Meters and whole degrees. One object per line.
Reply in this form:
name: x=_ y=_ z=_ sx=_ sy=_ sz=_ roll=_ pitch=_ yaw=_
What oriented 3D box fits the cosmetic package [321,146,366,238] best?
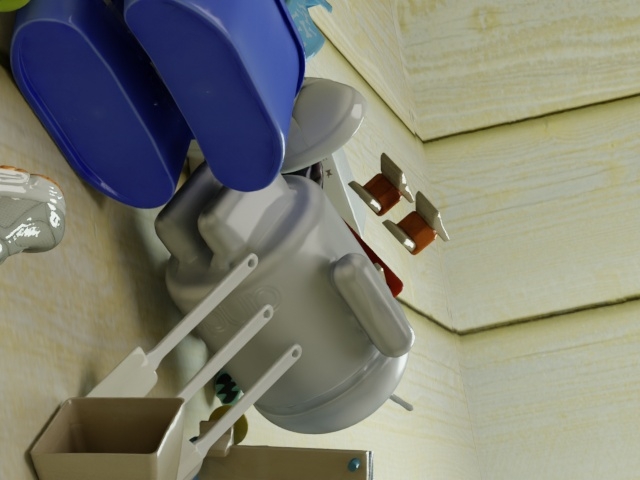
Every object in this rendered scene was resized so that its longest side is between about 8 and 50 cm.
cosmetic package: x=-0.020 y=-0.099 z=2.181 sx=0.085 sy=0.117 sz=0.231 roll=-80 pitch=152 yaw=-58

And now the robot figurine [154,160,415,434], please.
robot figurine: x=-0.033 y=0.071 z=1.623 sx=0.200 sy=0.300 sz=0.353 roll=-51 pitch=122 yaw=-28

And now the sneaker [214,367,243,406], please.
sneaker: x=-0.097 y=0.168 z=1.762 sx=0.069 sy=0.038 sz=0.098 roll=61 pitch=21 yaw=-48

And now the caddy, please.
caddy: x=-0.152 y=-0.189 z=1.436 sx=0.341 sy=0.241 sz=0.179 roll=63 pitch=23 yaw=-48

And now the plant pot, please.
plant pot: x=-0.175 y=0.201 z=1.273 sx=0.109 sy=0.109 sz=0.096 roll=-66 pitch=153 yaw=-69

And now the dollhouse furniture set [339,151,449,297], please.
dollhouse furniture set: x=0.000 y=0.000 z=1.921 sx=0.259 sy=0.262 sz=0.135 roll=48 pitch=-3 yaw=27

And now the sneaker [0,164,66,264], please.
sneaker: x=-0.274 y=0.004 z=1.088 sx=0.262 sy=0.099 sz=0.121 roll=16 pitch=70 yaw=-67

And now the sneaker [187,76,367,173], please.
sneaker: x=-0.089 y=-0.145 z=1.632 sx=0.123 sy=0.290 sz=0.106 roll=42 pitch=58 yaw=-43

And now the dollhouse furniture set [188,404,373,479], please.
dollhouse furniture set: x=0.020 y=0.319 z=1.565 sx=0.198 sy=0.286 sz=0.303 roll=-21 pitch=109 yaw=-77

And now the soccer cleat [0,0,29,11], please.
soccer cleat: x=-0.306 y=-0.324 z=1.235 sx=0.121 sy=0.093 sz=0.289 roll=-93 pitch=164 yaw=-49

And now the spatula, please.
spatula: x=-0.119 y=0.138 z=1.442 sx=0.242 sy=0.019 sz=0.168 roll=-45 pitch=125 yaw=-29

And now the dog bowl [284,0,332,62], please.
dog bowl: x=-0.078 y=-0.288 z=2.034 sx=0.074 sy=0.166 sz=0.297 roll=59 pitch=18 yaw=-20

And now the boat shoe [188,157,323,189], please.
boat shoe: x=-0.085 y=-0.139 z=1.845 sx=0.127 sy=0.158 sz=0.341 roll=27 pitch=52 yaw=-73
